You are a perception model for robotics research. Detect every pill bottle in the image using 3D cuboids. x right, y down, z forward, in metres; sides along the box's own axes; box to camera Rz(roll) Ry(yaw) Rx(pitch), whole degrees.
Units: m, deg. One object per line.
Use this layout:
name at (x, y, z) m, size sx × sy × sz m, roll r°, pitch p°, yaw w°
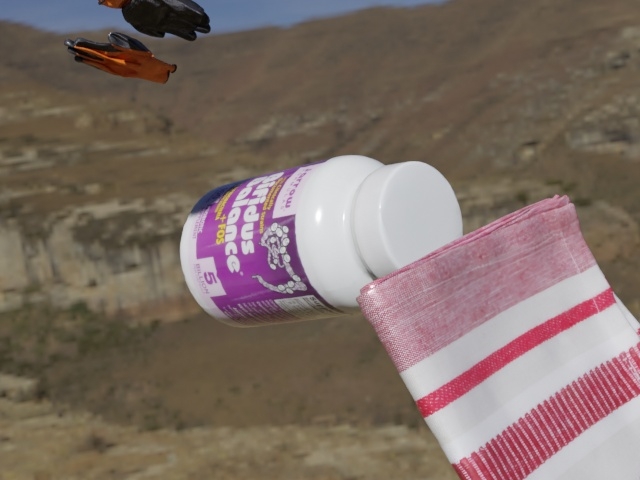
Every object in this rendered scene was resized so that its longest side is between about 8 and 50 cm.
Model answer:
pill bottle at (0.000, 0.000, 1.452) m, size 0.169 × 0.169 × 0.301 m, roll -14°, pitch 2°, yaw -44°

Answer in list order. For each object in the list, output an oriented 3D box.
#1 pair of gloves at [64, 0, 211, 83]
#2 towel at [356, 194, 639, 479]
pair of gloves at (-0.113, -0.128, 0.837) m, size 0.074 × 0.010 × 0.083 m, roll 13°, pitch -36°, yaw -32°
towel at (0.185, 0.137, 0.953) m, size 0.237 × 0.329 × 0.037 m, roll -24°, pitch -10°, yaw -44°
